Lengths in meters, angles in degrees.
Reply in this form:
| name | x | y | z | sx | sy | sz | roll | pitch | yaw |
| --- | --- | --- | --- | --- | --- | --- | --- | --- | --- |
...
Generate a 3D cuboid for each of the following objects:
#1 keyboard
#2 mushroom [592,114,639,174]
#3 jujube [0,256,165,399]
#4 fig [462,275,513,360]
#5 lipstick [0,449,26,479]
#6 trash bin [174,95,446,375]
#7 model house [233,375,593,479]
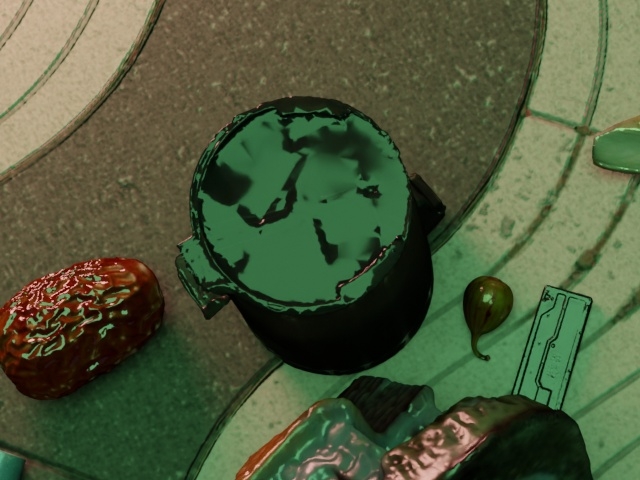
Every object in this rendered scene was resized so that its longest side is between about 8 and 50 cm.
| name | x | y | z | sx | sy | sz | roll | pitch | yaw |
| --- | --- | --- | --- | --- | --- | --- | --- | --- | --- |
| keyboard | 0.223 | 0.121 | 1.765 | 0.053 | 0.010 | 0.155 | 17 | 79 | 9 |
| mushroom | 0.375 | -0.089 | 1.774 | 0.209 | 0.071 | 0.084 | 4 | 109 | 10 |
| jujube | -0.239 | 0.082 | 1.781 | 0.176 | 0.109 | 0.112 | -29 | 111 | -10 |
| fig | 0.162 | 0.077 | 1.769 | 0.050 | 0.050 | 0.083 | 9 | 97 | 8 |
| lipstick | -0.338 | 0.283 | 1.767 | 0.048 | 0.048 | 0.158 | 16 | 79 | 10 |
| trash bin | 0.000 | 0.000 | 1.669 | 0.252 | 0.301 | 0.203 | -36 | 75 | -3 |
| model house | 0.020 | 0.256 | 1.631 | 0.360 | 0.297 | 0.339 | -45 | 43 | -14 |
